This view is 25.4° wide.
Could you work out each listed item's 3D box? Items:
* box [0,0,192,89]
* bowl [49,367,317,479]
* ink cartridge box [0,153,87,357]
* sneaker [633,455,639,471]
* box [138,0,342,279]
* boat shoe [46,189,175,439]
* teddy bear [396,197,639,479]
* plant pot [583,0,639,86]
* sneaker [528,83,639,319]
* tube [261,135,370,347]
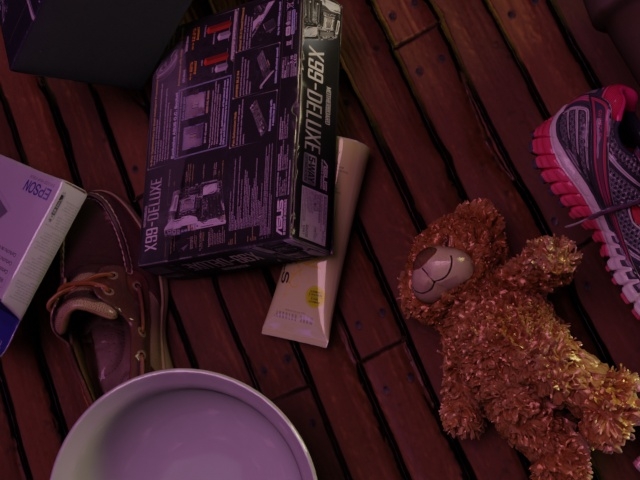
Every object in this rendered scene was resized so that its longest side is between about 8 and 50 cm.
[{"bbox_3d":[-0.256,-0.413,1.682,0.343,0.179,0.312,-53,45,40],"label":"box"},{"bbox_3d":[-0.135,0.284,1.541,0.298,0.134,0.297,0,87,10],"label":"bowl"},{"bbox_3d":[-0.402,0.010,1.758,0.223,0.045,0.224,19,82,51],"label":"ink cartridge box"},{"bbox_3d":[0.379,0.202,1.380,0.131,0.112,0.319,21,82,24],"label":"sneaker"},{"bbox_3d":[-0.095,-0.120,1.662,0.242,0.076,0.307,-11,70,38],"label":"box"},{"bbox_3d":[-0.255,0.085,1.676,0.123,0.123,0.342,-19,68,17],"label":"boat shoe"},{"bbox_3d":[0.191,0.108,1.461,0.245,0.113,0.338,-42,64,48],"label":"teddy bear"},{"bbox_3d":[0.444,-0.186,1.386,0.323,0.323,0.280,-18,85,17],"label":"plant pot"},{"bbox_3d":[0.332,-0.015,1.410,0.112,0.121,0.299,-38,89,35],"label":"sneaker"},{"bbox_3d":[0.000,0.000,1.632,0.062,0.070,0.240,17,84,-14],"label":"tube"}]
